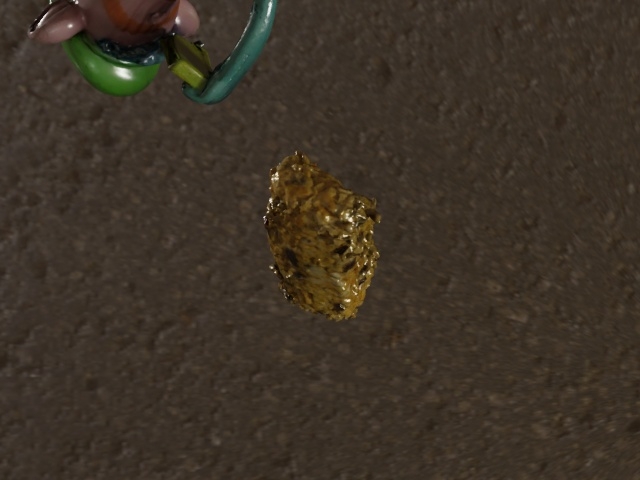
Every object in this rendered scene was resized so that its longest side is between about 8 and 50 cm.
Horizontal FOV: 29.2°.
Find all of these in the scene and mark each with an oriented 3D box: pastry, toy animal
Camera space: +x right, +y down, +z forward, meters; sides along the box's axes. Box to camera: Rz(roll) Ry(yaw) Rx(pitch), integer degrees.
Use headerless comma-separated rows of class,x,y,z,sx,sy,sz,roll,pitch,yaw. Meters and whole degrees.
pastry,0.000,0.000,0.835,0.080,0.140,0.056,24,58,10
toy animal,-0.035,-0.121,0.538,0.208,0.100,0.103,-23,83,28
